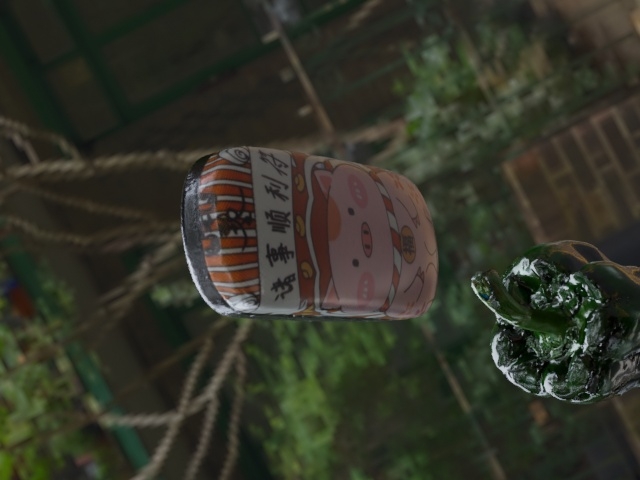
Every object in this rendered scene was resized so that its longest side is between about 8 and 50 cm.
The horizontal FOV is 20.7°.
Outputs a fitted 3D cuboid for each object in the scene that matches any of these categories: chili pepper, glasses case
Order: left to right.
[{"bbox_3d":[0.000,0.000,1.124,0.266,0.067,0.103,5,-105,-59],"label":"glasses case"},{"bbox_3d":[0.252,0.086,1.820,0.261,0.165,0.174,-2,-151,-42],"label":"chili pepper"}]
